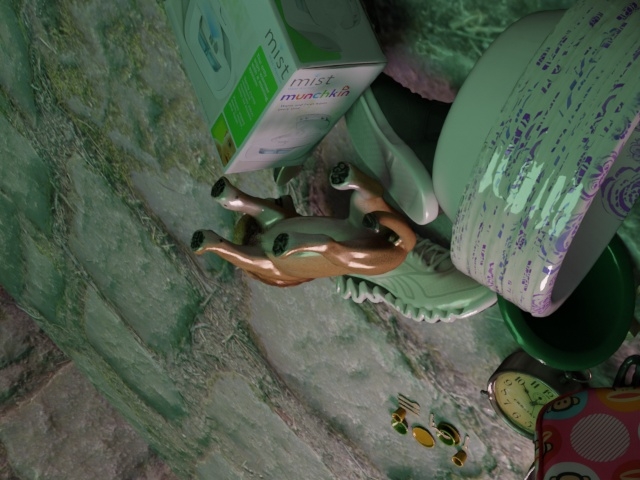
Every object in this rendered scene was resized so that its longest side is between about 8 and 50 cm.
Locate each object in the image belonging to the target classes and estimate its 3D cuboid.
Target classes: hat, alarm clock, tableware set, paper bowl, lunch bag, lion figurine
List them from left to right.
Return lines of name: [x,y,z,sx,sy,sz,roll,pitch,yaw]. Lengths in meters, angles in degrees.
lion figurine: [0.000,0.000,0.948,0.240,0.142,0.392,24,171,-41]
tableware set: [0.188,0.342,1.295,0.154,0.024,0.104,27,139,29]
hat: [0.249,0.054,0.890,0.173,0.208,0.183,13,166,-13]
alarm clock: [0.306,0.204,1.003,0.129,0.064,0.192,44,147,10]
paper bowl: [0.209,-0.087,0.655,0.148,0.284,0.284,33,141,26]
lunch bag: [0.374,0.268,0.758,0.293,0.258,0.120,-8,119,20]

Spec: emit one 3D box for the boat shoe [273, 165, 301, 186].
boat shoe: [-0.050,-0.137,1.102,0.043,0.049,0.137,42,142,18]

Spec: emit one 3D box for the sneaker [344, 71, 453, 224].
sneaker: [0.123,-0.140,0.872,0.296,0.147,0.104,-118,15,-44]

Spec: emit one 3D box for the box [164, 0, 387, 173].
box: [-0.064,-0.251,0.880,0.231,0.127,0.262,-42,65,56]

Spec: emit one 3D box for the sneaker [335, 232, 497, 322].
sneaker: [0.124,0.035,1.024,0.292,0.110,0.118,9,118,45]

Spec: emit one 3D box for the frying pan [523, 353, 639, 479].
frying pan: [0.340,0.274,0.958,0.197,0.053,0.326,-20,121,13]

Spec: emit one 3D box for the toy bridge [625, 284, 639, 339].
toy bridge: [0.393,0.059,0.807,0.063,0.026,0.188,52,146,0]
